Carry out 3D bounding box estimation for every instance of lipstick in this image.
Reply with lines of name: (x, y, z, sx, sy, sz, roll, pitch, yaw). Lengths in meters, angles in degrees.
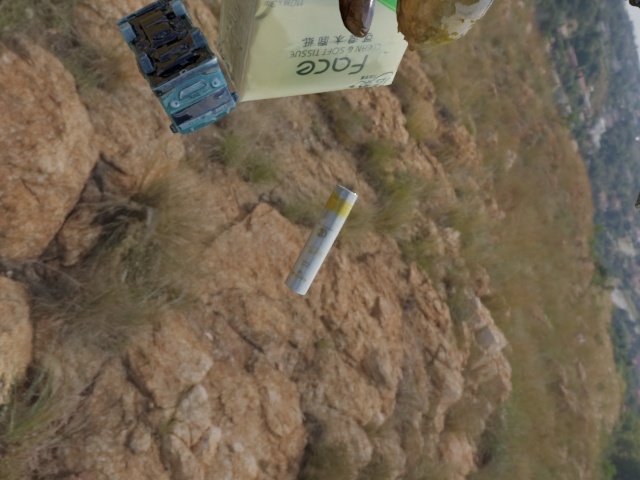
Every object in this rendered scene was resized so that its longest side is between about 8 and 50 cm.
lipstick: (0.000, 0.000, 1.330, 0.059, 0.059, 0.264, 19, 101, -55)

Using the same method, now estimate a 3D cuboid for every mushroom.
mushroom: (0.057, -0.388, 0.931, 0.123, 0.052, 0.123, 176, -90, -82)

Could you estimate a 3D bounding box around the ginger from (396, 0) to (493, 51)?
ginger: (0.111, -0.202, 0.333, 0.299, 0.065, 0.118, 158, -45, -83)

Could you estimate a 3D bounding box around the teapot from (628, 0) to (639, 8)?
teapot: (0.306, -0.251, 0.443, 0.183, 0.269, 0.173, -85, 157, -55)

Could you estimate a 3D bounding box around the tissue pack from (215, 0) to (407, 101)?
tissue pack: (0.002, -0.489, 1.251, 0.404, 0.332, 0.206, -12, 65, -21)

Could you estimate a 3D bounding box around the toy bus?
toy bus: (-0.250, -0.307, 1.015, 0.256, 0.128, 0.147, 57, -6, 38)

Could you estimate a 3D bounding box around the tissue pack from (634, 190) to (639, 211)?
tissue pack: (0.712, -0.153, 1.081, 0.073, 0.173, 0.236, 38, 69, -19)
